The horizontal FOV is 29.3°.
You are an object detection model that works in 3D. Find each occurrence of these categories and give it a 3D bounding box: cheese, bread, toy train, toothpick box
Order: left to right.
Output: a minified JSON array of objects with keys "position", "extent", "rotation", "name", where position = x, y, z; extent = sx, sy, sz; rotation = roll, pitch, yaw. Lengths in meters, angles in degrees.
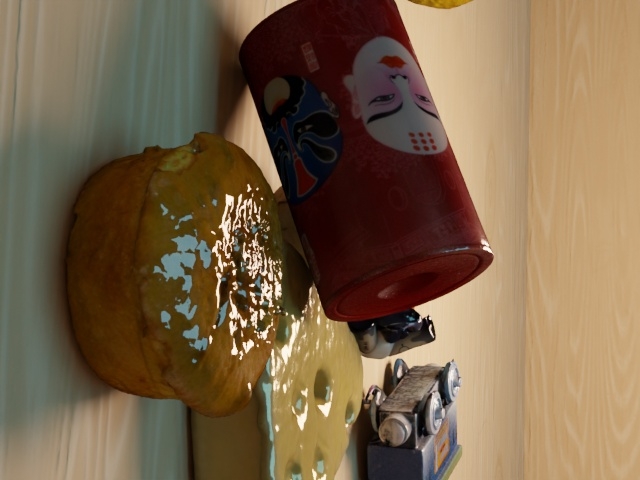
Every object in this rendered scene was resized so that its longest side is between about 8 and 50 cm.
[{"position":[-0.131,0.035,1.146],"extent":[0.268,0.146,0.268],"rotation":[-3,90,-68],"name":"bread"},{"position":[-0.056,0.215,1.406],"extent":[0.384,0.104,0.383],"rotation":[-2,90,-72],"name":"cheese"},{"position":[0.048,-0.097,1.405],"extent":[0.333,0.204,0.204],"rotation":[70,14,18],"name":"toothpick box"},{"position":[0.156,0.311,1.979],"extent":[0.300,0.131,0.201],"rotation":[-31,120,-68],"name":"toy train"}]

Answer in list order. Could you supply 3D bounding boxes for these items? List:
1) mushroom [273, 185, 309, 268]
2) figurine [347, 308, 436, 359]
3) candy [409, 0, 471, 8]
[{"position":[0.000,0.000,1.537],"extent":[0.166,0.127,0.166],"rotation":[19,52,-27],"name":"mushroom"},{"position":[0.066,0.063,1.668],"extent":[0.145,0.145,0.222],"rotation":[65,5,-50],"name":"figurine"},{"position":[0.206,-0.499,1.968],"extent":[0.118,0.260,0.259],"rotation":[35,56,-59],"name":"candy"}]
